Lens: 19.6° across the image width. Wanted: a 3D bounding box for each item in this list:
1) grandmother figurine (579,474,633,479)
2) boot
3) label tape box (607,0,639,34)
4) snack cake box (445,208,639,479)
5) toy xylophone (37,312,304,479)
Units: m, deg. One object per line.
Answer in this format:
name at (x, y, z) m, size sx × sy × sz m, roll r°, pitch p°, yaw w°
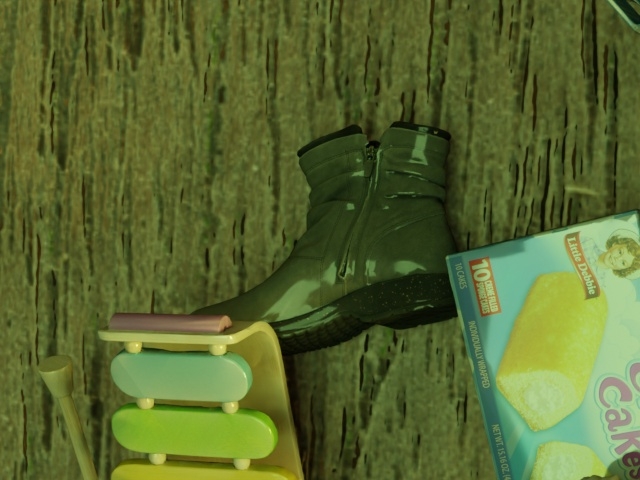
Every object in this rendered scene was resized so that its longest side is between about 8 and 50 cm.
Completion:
grandmother figurine at (0.329, 0.222, 1.270) m, size 0.342 × 0.104 × 0.208 m, roll 8°, pitch 97°, yaw -3°
boot at (0.000, 0.000, 1.479) m, size 0.246 × 0.083 × 0.161 m, roll -13°, pitch 74°, yaw 21°
label tape box at (0.345, -0.103, 1.237) m, size 0.348 × 0.249 × 0.115 m, roll 46°, pitch 106°, yaw 14°
snack cake box at (0.204, 0.120, 1.383) m, size 0.152 × 0.089 × 0.264 m, roll -14°, pitch 86°, yaw 22°
toy xylophone at (-0.109, 0.191, 1.469) m, size 0.236 × 0.081 × 0.323 m, roll -8°, pitch 112°, yaw 25°
